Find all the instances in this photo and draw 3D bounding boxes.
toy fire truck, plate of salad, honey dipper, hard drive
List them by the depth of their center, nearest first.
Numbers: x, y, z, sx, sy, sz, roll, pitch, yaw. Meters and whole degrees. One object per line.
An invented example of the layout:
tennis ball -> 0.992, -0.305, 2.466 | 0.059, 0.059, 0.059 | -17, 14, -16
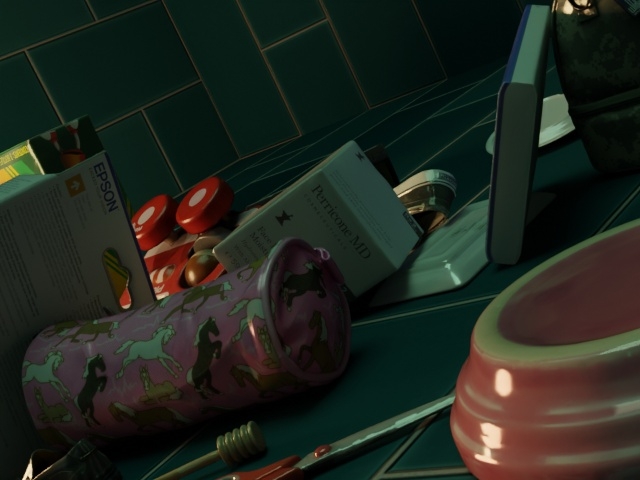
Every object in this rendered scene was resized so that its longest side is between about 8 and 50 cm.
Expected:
honey dipper -> -0.127, 0.214, 0.989 | 0.161, 0.030, 0.030 | -27, 10, 12
hard drive -> 0.239, -0.137, 1.265 | 0.040, 0.210, 0.318 | 7, 28, 12
toy fire truck -> -0.208, 0.055, 1.683 | 0.302, 0.169, 0.253 | -16, 40, 41
plate of salad -> 0.364, -0.184, 1.726 | 0.200, 0.048, 0.200 | -26, 20, 11

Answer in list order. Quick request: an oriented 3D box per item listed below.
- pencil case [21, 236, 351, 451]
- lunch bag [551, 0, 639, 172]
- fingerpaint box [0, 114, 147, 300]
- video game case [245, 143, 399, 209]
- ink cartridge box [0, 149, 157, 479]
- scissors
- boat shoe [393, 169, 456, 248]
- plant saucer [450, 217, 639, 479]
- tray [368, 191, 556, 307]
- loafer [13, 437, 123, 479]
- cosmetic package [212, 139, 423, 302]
pencil case -> -0.148, 0.120, 1.154 | 0.386, 0.167, 0.160 | -19, -18, 32
lunch bag -> 0.434, -0.256, 1.337 | 0.305, 0.256, 0.213 | -35, 13, -39
fingerpaint box -> -0.567, -0.003, 2.143 | 0.445, 0.371, 0.163 | -15, 13, 43
video game case -> 0.012, -0.082, 1.864 | 0.248, 0.035, 0.275 | -25, -8, 5
ink cartridge box -> -0.353, 0.099, 1.270 | 0.071, 0.324, 0.330 | 12, 35, 43
scissors -> -0.015, 0.183, 0.888 | 0.297, 0.021, 0.109 | -29, 9, -10
boat shoe -> 0.105, -0.023, 1.456 | 0.219, 0.078, 0.070 | -39, 34, 54
plant saucer -> 0.237, 0.056, 0.747 | 0.332, 0.084, 0.332 | -25, 11, 5
tray -> 0.175, 0.000, 1.315 | 0.145, 0.030, 0.270 | -15, 15, 42
loafer -> -0.281, 0.243, 1.109 | 0.170, 0.061, 0.062 | -20, 13, 30
cosmetic package -> 0.000, 0.000, 1.308 | 0.184, 0.151, 0.151 | -36, 5, 25
